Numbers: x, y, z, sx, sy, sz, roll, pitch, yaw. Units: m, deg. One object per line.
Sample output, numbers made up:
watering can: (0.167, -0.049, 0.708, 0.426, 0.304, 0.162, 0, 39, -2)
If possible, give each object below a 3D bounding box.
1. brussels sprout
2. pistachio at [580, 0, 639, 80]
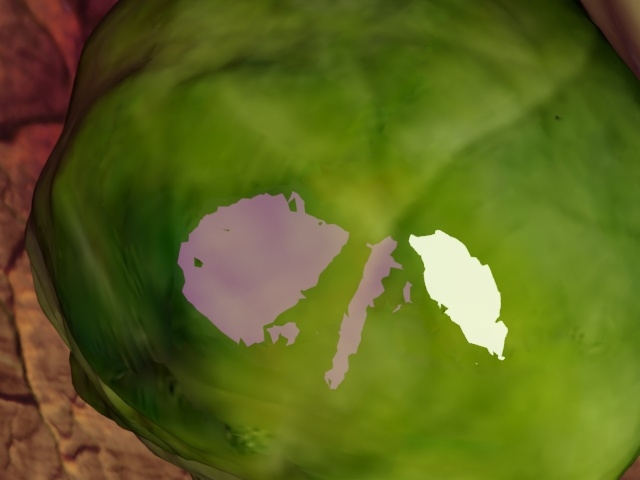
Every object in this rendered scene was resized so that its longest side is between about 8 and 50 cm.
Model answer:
brussels sprout: (0.000, 0.000, 0.581, 0.219, 0.210, 0.271, 43, 149, -16)
pistachio: (0.119, -0.194, 0.343, 0.445, 0.281, 0.365, 69, 162, 5)
